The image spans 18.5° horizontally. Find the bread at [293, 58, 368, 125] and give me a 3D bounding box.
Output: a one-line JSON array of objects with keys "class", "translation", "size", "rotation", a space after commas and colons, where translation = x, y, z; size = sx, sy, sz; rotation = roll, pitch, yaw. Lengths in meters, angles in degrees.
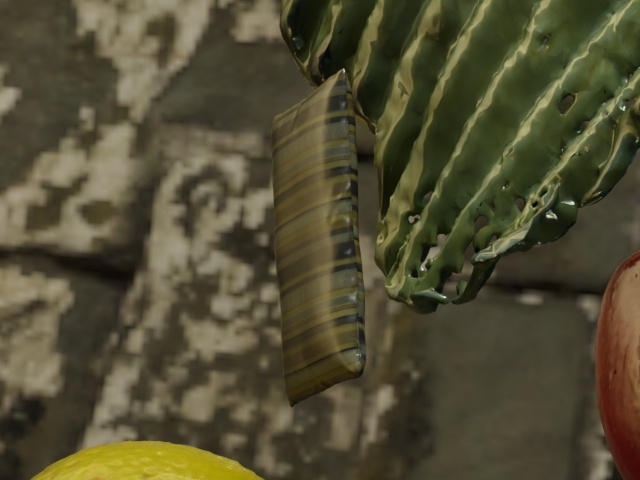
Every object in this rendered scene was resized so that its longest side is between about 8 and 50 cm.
[{"class": "bread", "translation": [0.095, -0.241, 1.663], "size": [0.305, 0.091, 0.142], "rotation": [-53, 130, -7]}]

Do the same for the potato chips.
[{"class": "potato chips", "translation": [0.134, -0.154, 1.318], "size": [0.097, 0.389, 0.373], "rotation": [21, 41, -44]}]

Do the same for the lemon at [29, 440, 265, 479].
[{"class": "lemon", "translation": [-0.106, 0.235, 1.201], "size": [0.228, 0.253, 0.228], "rotation": [-57, 172, -12]}]

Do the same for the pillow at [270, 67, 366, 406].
[{"class": "pillow", "translation": [0.000, 0.000, 1.281], "size": [0.038, 0.113, 0.203], "rotation": [4, 74, -23]}]

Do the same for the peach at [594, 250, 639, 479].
[{"class": "peach", "translation": [0.324, 0.118, 1.475], "size": [0.245, 0.274, 0.248], "rotation": [-53, 174, -33]}]
